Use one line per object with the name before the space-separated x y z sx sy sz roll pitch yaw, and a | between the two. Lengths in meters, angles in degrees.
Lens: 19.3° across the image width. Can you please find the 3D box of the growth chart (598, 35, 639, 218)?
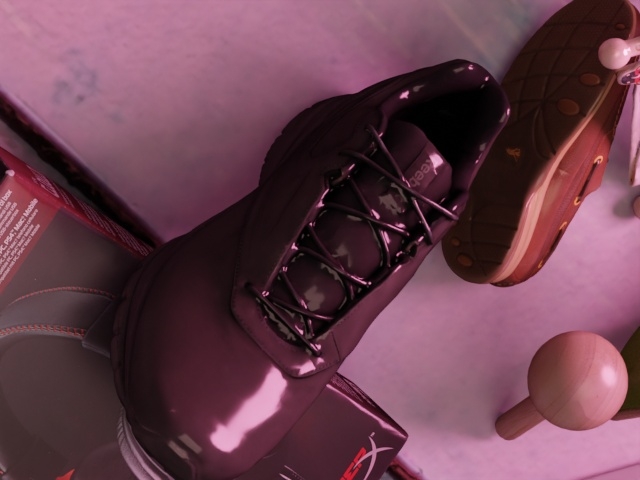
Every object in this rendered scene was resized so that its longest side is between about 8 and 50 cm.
growth chart | 0.238 -0.076 1.009 0.172 0.237 0.021 -17 66 5

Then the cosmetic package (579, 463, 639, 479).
cosmetic package | 0.237 0.230 1.082 0.385 0.217 0.156 -15 110 -7

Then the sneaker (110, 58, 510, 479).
sneaker | 0.000 0.000 0.925 0.109 0.130 0.286 44 50 -14

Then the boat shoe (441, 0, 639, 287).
boat shoe | 0.131 -0.055 1.054 0.060 0.064 0.178 13 108 -48

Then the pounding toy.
pounding toy | 0.214 0.035 1.058 0.237 0.183 0.110 -11 84 -6

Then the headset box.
headset box | -0.138 0.103 0.999 0.293 0.110 0.218 36 90 -20
